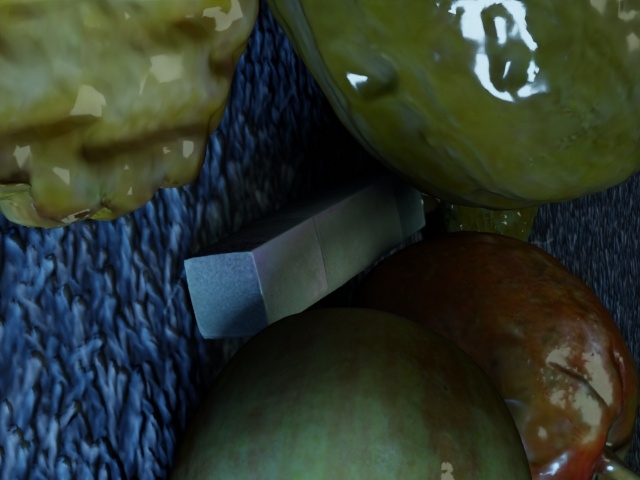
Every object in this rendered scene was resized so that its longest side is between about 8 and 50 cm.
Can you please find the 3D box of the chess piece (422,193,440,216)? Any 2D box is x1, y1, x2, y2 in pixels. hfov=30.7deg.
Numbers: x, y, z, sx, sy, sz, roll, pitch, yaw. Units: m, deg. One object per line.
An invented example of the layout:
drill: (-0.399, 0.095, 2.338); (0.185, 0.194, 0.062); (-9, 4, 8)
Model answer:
chess piece: (0.086, -0.089, 1.174); (0.066, 0.066, 0.122); (34, 49, -55)

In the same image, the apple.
apple: (0.019, 0.177, 0.799); (0.257, 0.257, 0.234); (50, 29, -47)

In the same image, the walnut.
walnut: (0.132, -0.200, 0.974); (0.398, 0.308, 0.354); (51, -2, -20)

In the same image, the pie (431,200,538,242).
pie: (0.183, -0.099, 1.350); (0.323, 0.070, 0.323); (6, 83, -59)

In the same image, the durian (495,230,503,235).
durian: (0.177, 0.179, 1.245); (0.169, 0.158, 0.352); (25, 65, -18)

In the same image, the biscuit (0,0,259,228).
biscuit: (-0.155, -0.170, 0.646); (0.326, 0.107, 0.326); (-16, 110, -56)

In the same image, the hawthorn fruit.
hawthorn fruit: (0.161, 0.141, 1.003); (0.277, 0.298, 0.277); (-25, 126, -41)

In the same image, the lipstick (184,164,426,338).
lipstick: (0.000, 0.000, 0.981); (0.317, 0.066, 0.068); (-31, 113, -60)
